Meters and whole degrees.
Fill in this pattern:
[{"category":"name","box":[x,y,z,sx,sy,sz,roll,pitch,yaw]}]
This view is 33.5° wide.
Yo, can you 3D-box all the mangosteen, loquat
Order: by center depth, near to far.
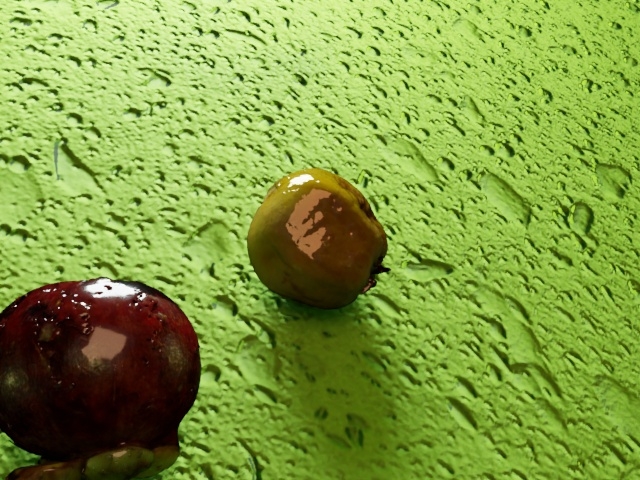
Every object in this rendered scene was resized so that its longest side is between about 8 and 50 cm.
[{"category":"mangosteen","box":[-0.174,0.120,0.824,0.166,0.166,0.180,2,77,-14]},{"category":"loquat","box":[0.000,0.000,0.993,0.137,0.113,0.137,18,46,-20]}]
